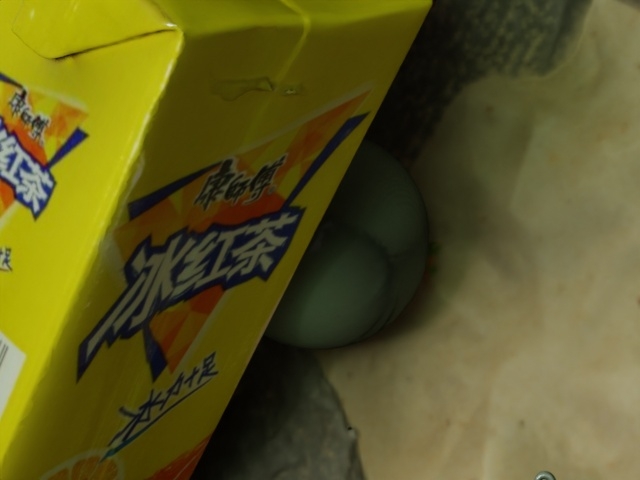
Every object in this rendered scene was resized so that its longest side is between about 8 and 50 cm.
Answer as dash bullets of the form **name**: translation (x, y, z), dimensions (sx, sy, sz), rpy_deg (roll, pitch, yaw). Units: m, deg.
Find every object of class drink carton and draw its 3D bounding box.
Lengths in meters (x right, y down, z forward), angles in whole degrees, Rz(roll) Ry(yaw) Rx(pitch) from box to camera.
- **drink carton**: translation (-0.100, 0.019, 0.713), dimensions (0.111, 0.154, 0.351), rpy_deg (42, 124, 25)

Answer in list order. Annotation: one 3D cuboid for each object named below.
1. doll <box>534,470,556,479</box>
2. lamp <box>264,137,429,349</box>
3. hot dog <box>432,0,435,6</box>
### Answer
- **doll**: translation (0.135, 0.144, 0.729), dimensions (0.114, 0.039, 0.057), rpy_deg (51, 123, 18)
- **lamp**: translation (0.000, 0.000, 0.796), dimensions (0.105, 0.105, 0.105), rpy_deg (-7, 69, 19)
- **hot dog**: translation (-0.034, -0.117, 0.821), dimensions (0.227, 0.099, 0.160), rpy_deg (4, 41, 50)
